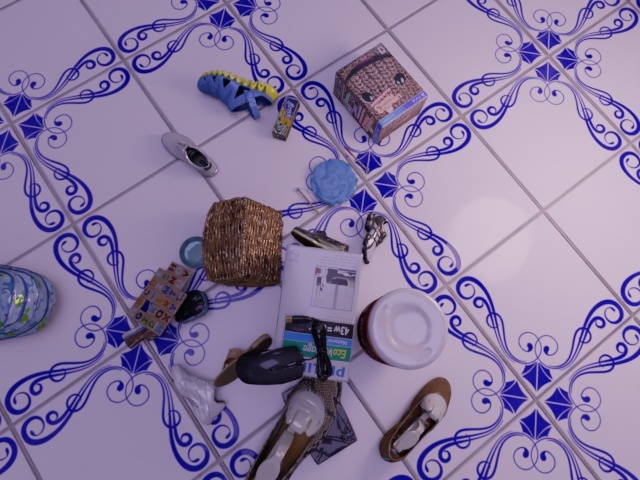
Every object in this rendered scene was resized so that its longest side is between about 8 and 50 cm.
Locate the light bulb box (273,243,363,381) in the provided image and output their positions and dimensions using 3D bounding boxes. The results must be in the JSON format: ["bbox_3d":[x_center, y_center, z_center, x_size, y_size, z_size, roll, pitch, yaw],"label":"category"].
[{"bbox_3d":[-0.008,0.207,1.321,0.225,0.358,0.362,7,87,1],"label":"light bulb box"}]

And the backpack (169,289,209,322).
[{"bbox_3d":[-0.448,0.227,1.462,0.114,0.084,0.105,-22,72,4],"label":"backpack"}]

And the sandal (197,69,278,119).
[{"bbox_3d":[-0.335,-0.567,1.640,0.316,0.126,0.138,14,81,2],"label":"sandal"}]

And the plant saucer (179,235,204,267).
[{"bbox_3d":[-0.458,0.045,1.539,0.119,0.021,0.120,0,77,-2],"label":"plant saucer"}]

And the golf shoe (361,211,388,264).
[{"bbox_3d":[0.205,-0.005,1.549,0.093,0.077,0.199,10,78,0],"label":"golf shoe"}]

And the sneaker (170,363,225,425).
[{"bbox_3d":[-0.408,0.497,1.411,0.115,0.090,0.232,-38,90,-17],"label":"sneaker"}]

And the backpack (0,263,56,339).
[{"bbox_3d":[-1.082,0.204,1.381,0.354,0.273,0.291,10,70,-12],"label":"backpack"}]

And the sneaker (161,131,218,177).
[{"bbox_3d":[-0.502,-0.343,1.592,0.258,0.091,0.094,33,78,5],"label":"sneaker"}]

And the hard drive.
[{"bbox_3d":[-0.005,0.592,1.411,0.171,0.054,0.255,-28,79,-8],"label":"hard drive"}]

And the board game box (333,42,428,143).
[{"bbox_3d":[0.230,-0.578,1.651,0.232,0.141,0.291,-37,81,-10],"label":"board game box"}]

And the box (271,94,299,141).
[{"bbox_3d":[-0.136,-0.485,1.659,0.059,0.054,0.169,19,77,3],"label":"box"}]

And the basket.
[{"bbox_3d":[-0.283,0.018,1.517,0.213,0.223,0.300,-9,75,30],"label":"basket"}]

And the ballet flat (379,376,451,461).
[{"bbox_3d":[0.329,0.600,1.387,0.342,0.124,0.116,-41,82,-11],"label":"ballet flat"}]

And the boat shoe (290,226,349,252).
[{"bbox_3d":[0.001,0.000,1.543,0.223,0.080,0.074,27,72,-1],"label":"boat shoe"}]

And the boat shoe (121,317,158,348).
[{"bbox_3d":[-0.592,0.315,1.454,0.183,0.066,0.066,-28,84,2],"label":"boat shoe"}]

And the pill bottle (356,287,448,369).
[{"bbox_3d":[0.233,0.282,1.320,0.223,0.392,0.224,0,76,-2],"label":"pill bottle"}]

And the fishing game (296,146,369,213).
[{"bbox_3d":[0.054,-0.224,1.615,0.264,0.041,0.189,-44,82,-3],"label":"fishing game"}]

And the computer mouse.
[{"bbox_3d":[-0.102,0.295,1.110,0.261,0.060,0.184,-3,90,1],"label":"computer mouse"}]

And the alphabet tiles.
[{"bbox_3d":[-0.547,0.190,1.451,0.198,0.009,0.237,18,69,33],"label":"alphabet tiles"}]

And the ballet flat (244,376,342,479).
[{"bbox_3d":[-0.089,0.611,1.288,0.163,0.182,0.483,32,91,17],"label":"ballet flat"}]

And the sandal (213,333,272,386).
[{"bbox_3d":[-0.282,0.399,1.449,0.240,0.088,0.079,-39,50,-17],"label":"sandal"}]
